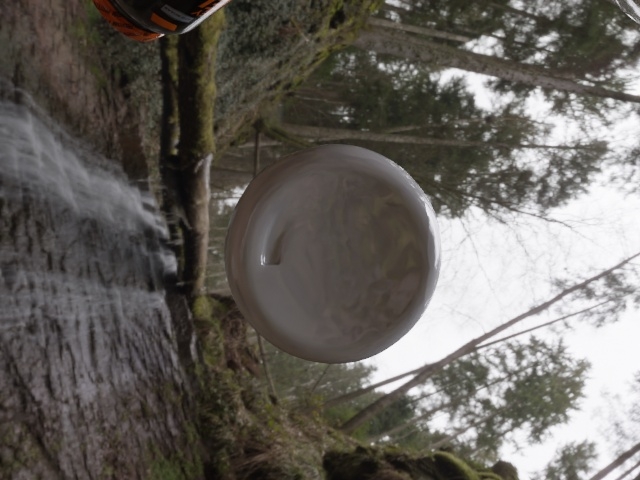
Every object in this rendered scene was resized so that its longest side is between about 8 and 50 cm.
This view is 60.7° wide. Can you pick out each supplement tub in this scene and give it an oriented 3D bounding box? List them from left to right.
[{"bbox_3d":[-0.118,-0.264,0.488,0.190,0.117,0.117,-18,-100,35],"label":"supplement tub"},{"bbox_3d":[0.000,0.000,0.712,0.325,0.235,0.236,-134,-137,-81],"label":"supplement tub"}]

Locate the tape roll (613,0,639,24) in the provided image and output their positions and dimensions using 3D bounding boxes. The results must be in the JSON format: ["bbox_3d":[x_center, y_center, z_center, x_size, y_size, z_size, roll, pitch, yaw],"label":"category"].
[{"bbox_3d":[0.432,-0.363,0.472,0.391,0.072,0.392,-6,-99,38],"label":"tape roll"}]
